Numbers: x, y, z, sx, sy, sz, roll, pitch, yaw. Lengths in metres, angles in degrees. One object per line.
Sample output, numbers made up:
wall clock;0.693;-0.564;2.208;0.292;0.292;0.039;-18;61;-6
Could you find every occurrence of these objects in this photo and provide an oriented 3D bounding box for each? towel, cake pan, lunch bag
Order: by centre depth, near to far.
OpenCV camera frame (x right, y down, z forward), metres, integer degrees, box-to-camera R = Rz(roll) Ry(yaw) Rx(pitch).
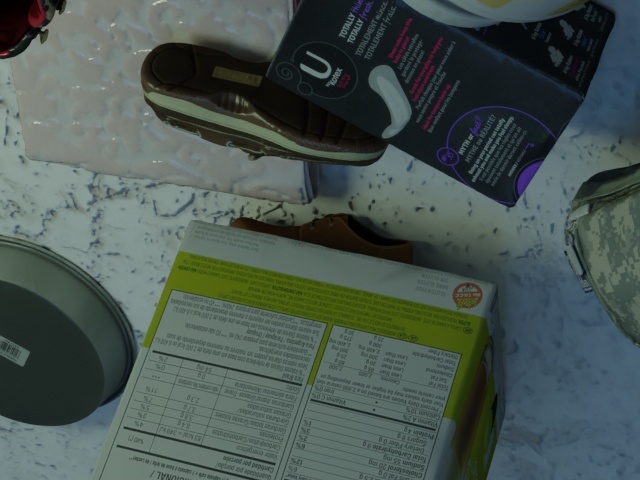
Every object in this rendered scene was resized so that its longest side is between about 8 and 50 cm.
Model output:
lunch bag;0.394;0.005;1.805;0.256;0.212;0.305;39;154;-12
towel;-0.168;-0.186;2.033;0.332;0.053;0.317;10;132;15
cake pan;-0.370;0.120;2.408;0.293;0.054;0.293;13;134;14

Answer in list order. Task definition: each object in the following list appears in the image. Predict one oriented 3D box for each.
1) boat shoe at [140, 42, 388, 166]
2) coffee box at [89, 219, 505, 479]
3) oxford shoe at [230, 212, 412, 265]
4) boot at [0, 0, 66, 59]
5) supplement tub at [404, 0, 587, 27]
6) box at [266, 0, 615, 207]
boat shoe;-0.052;-0.124;1.955;0.257;0.095;0.095;20;148;12
coffee box;-0.009;0.225;2.079;0.338;0.334;0.337;12;154;14
oxford shoe;0.000;0.000;2.129;0.212;0.076;0.076;13;111;8
boot;-0.206;-0.292;1.784;0.377;0.284;0.138;4;132;23
supplement tub;0.192;-0.314;1.572;0.241;0.241;0.331;41;154;-15
box;0.113;-0.182;1.842;0.270;0.143;0.165;28;134;-1
